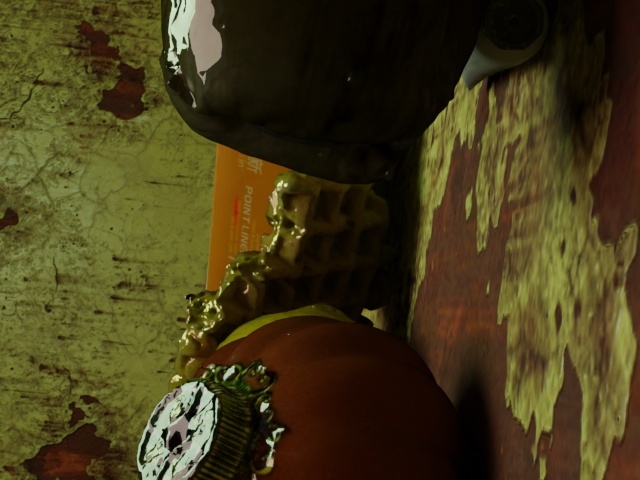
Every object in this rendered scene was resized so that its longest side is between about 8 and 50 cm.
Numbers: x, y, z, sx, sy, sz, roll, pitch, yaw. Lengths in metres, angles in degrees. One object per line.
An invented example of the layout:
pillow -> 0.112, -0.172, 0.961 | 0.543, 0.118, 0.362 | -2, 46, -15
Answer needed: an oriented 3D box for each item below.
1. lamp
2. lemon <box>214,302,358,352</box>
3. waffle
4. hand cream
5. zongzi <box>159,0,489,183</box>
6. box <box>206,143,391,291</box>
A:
lamp -> -0.013, 0.152, 0.766 | 0.223, 0.196, 0.223 | -32, 41, 33
lemon -> -0.015, 0.150, 0.990 | 0.180, 0.180, 0.193 | -117, 23, -83
waffle -> -0.031, 0.053, 1.111 | 0.253, 0.056, 0.249 | -37, -41, -27
hand cream -> 0.097, -0.118, 0.723 | 0.194, 0.042, 0.067 | -78, -13, -83
zongzi -> 0.048, -0.242, 0.554 | 0.393, 0.174, 0.356 | 121, 165, -54
box -> -0.010, -0.055, 1.219 | 0.221, 0.091, 0.274 | -35, -40, -52
